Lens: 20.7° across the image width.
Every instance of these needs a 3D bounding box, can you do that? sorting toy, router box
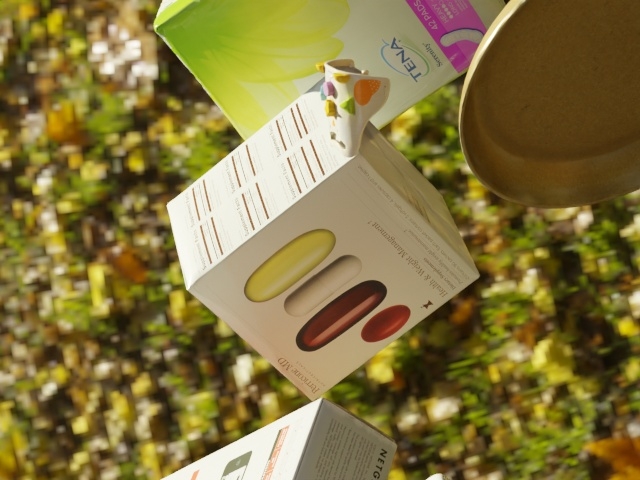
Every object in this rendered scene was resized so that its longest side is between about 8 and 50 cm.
[{"bbox_3d":[0.022,-0.113,1.512,0.083,0.044,0.075,-142,54,-63],"label":"sorting toy"},{"bbox_3d":[-0.094,0.324,1.442,0.301,0.082,0.335,-32,31,50],"label":"router box"}]

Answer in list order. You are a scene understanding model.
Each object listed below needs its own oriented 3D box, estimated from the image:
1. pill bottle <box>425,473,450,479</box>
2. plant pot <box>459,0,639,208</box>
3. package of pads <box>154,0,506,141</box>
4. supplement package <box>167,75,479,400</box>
[{"bbox_3d":[0.045,0.324,1.513,0.245,0.136,0.136,-36,67,4],"label":"pill bottle"},{"bbox_3d":[0.189,-0.115,1.094,0.236,0.236,0.032,-57,44,33],"label":"plant pot"},{"bbox_3d":[0.017,-0.218,1.745,0.296,0.101,0.229,-33,113,12],"label":"package of pads"},{"bbox_3d":[0.000,0.000,1.644,0.203,0.194,0.149,-38,33,13],"label":"supplement package"}]
